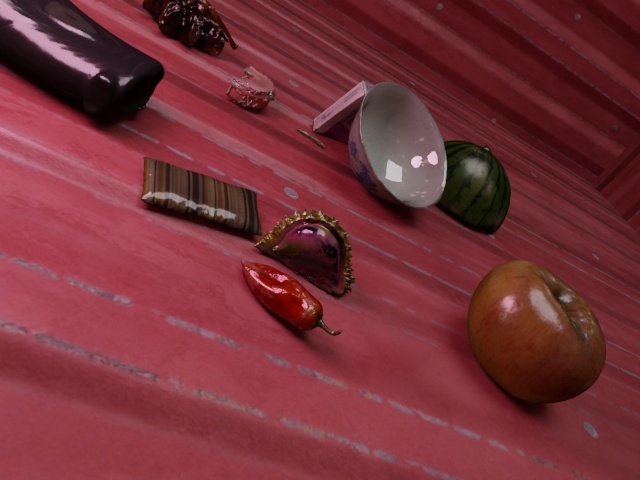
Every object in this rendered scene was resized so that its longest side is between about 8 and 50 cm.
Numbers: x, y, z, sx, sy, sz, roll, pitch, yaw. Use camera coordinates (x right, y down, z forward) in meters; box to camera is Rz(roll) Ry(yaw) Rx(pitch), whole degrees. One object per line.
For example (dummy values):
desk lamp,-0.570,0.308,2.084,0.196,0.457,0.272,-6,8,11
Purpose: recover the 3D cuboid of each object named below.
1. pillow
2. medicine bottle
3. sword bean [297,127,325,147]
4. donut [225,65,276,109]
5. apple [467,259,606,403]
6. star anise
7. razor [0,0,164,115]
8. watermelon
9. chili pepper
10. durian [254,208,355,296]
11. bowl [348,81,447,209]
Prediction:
pillow,-0.191,-0.069,0.872,0.203,0.038,0.113,18,37,-29
medicine bottle,0.103,-0.329,1.411,0.171,0.201,0.052,11,64,-39
sword bean,-0.024,-0.262,1.366,0.083,0.012,0.012,34,29,-2
donut,-0.164,-0.366,1.313,0.117,0.065,0.166,32,30,-4
apple,0.382,0.167,0.978,0.260,0.194,0.261,25,33,-18
star anise,-0.338,-0.584,1.393,0.190,0.126,0.220,44,32,22
razor,-0.449,-0.343,0.921,0.349,0.113,0.204,36,30,-5
watermelon,0.451,-0.186,1.597,0.330,0.189,0.331,21,33,-14
chili pepper,-0.048,0.086,0.779,0.191,0.050,0.059,35,65,21
durian,0.002,-0.002,0.904,0.186,0.108,0.119,31,29,-9
bowl,0.158,-0.211,1.308,0.313,0.146,0.314,14,68,-40
